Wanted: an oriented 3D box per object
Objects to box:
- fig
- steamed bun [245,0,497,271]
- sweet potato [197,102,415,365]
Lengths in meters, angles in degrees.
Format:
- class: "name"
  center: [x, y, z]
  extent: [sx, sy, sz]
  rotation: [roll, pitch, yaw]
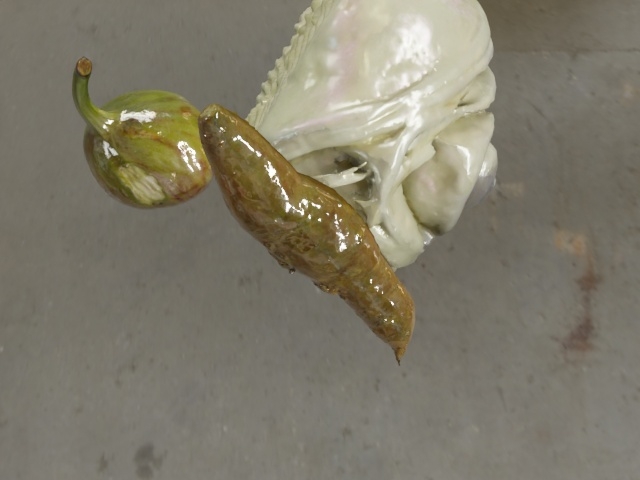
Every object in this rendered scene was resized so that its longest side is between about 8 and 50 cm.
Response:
- class: "fig"
  center: [-0.210, -0.119, 1.351]
  extent: [0.149, 0.149, 0.245]
  rotation: [-40, 149, 7]
- class: "steamed bun"
  center: [0.056, -0.102, 1.065]
  extent: [0.207, 0.268, 0.280]
  rotation: [29, 77, -11]
- class: "sweet potato"
  center: [0.000, 0.000, 0.864]
  extent: [0.067, 0.067, 0.274]
  rotation: [-38, 125, 6]
